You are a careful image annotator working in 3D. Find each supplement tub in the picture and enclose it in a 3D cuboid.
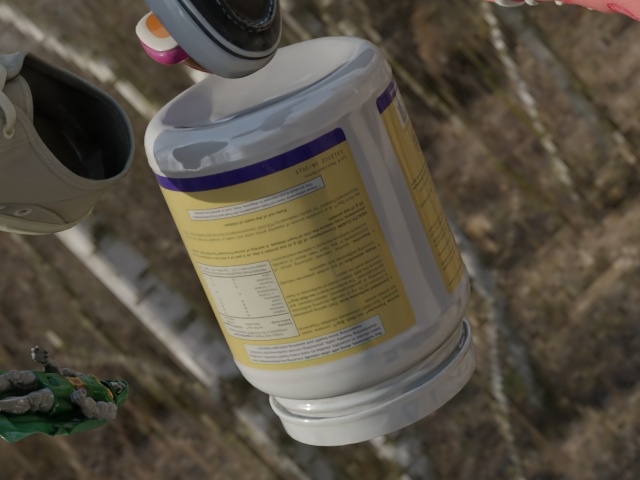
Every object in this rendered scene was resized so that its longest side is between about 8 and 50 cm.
[{"bbox_3d":[0.000,0.000,1.703,0.241,0.331,0.241,-19,20,7],"label":"supplement tub"}]

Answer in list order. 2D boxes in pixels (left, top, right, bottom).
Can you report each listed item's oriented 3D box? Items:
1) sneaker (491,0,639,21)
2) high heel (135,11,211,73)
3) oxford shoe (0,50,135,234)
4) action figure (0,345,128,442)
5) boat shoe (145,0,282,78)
[{"bbox_3d":[0.112,-0.170,0.913,0.116,0.314,0.136,-55,-16,-24],"label":"sneaker"},{"bbox_3d":[-0.119,-0.182,1.736,0.082,0.117,0.244,-20,22,3],"label":"high heel"},{"bbox_3d":[-0.311,-0.093,1.403,0.130,0.169,0.449,-31,-21,30],"label":"oxford shoe"},{"bbox_3d":[-0.278,0.157,1.864,0.232,0.137,0.063,8,-62,-57],"label":"action figure"},{"bbox_3d":[-0.091,-0.292,1.363,0.121,0.335,0.119,-17,-2,-45],"label":"boat shoe"}]
